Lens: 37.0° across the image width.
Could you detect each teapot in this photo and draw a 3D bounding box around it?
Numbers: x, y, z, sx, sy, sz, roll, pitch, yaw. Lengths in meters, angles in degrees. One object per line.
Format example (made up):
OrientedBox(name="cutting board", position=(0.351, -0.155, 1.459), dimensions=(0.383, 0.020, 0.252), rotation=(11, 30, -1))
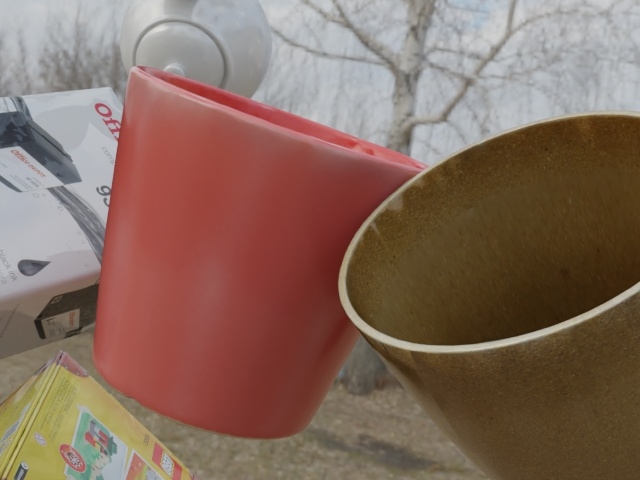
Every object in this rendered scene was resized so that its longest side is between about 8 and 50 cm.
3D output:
OrientedBox(name="teapot", position=(-0.199, -0.276, 1.446), dimensions=(0.256, 0.252, 0.187), rotation=(46, 28, -21))

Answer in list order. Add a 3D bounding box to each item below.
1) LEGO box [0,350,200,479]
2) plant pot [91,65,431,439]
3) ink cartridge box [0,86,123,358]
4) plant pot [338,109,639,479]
OrientedBox(name="LEGO box", position=(-0.350, 0.428, 1.378), dimensions=(0.372, 0.193, 0.500), rotation=(48, 6, -13))
OrientedBox(name="plant pot", position=(-0.060, 0.013, 0.793), dimensions=(0.275, 0.243, 0.275), rotation=(18, 9, -3))
OrientedBox(name="ink cartridge box", position=(-0.296, -0.019, 0.934), dimensions=(0.307, 0.223, 0.129), rotation=(-17, -25, -47))
OrientedBox(name="plant pot", position=(0.171, 0.082, 0.638), dimensions=(0.237, 0.237, 0.254), rotation=(8, -45, 48))
